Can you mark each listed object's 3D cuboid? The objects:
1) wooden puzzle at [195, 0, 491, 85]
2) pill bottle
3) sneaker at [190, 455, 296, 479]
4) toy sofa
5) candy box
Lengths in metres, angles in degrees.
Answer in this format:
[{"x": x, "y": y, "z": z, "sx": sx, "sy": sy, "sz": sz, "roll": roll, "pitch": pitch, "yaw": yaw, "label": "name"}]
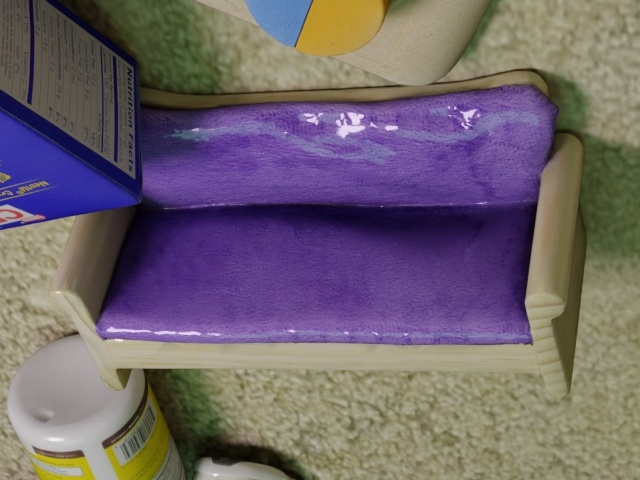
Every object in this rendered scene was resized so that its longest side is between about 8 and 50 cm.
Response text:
[{"x": -0.036, "y": -0.236, "z": 1.110, "sx": 0.348, "sy": 0.080, "sz": 0.322, "roll": 18, "pitch": 140, "yaw": -6, "label": "wooden puzzle"}, {"x": -0.182, "y": 0.186, "z": 1.617, "sx": 0.117, "sy": 0.117, "sz": 0.215, "roll": 1, "pitch": 138, "yaw": 15, "label": "pill bottle"}, {"x": -0.061, "y": 0.305, "z": 1.724, "sx": 0.110, "sy": 0.118, "sz": 0.292, "roll": 3, "pitch": 138, "yaw": 16, "label": "sneaker"}, {"x": 0.000, "y": 0.000, "z": 1.323, "sx": 0.362, "sy": 0.150, "sz": 0.177, "roll": 0, "pitch": 140, "yaw": 16, "label": "toy sofa"}, {"x": -0.308, "y": -0.103, "z": 1.236, "sx": 0.268, "sy": 0.122, "sz": 0.317, "roll": -11, "pitch": 156, "yaw": 25, "label": "candy box"}]
